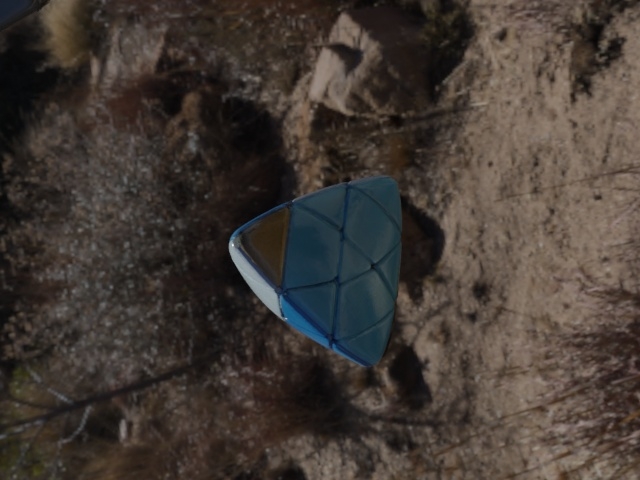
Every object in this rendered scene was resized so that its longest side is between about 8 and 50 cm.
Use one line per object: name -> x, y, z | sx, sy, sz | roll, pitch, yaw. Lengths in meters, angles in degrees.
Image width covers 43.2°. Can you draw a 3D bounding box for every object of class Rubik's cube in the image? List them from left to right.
Rubik's cube -> 0.000, 0.000, 0.998 | 0.254, 0.255, 0.254 | 170, 90, -67

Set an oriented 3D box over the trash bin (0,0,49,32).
trash bin -> -0.337, -0.243, 0.603 | 0.236, 0.177, 0.101 | 59, 172, -23
